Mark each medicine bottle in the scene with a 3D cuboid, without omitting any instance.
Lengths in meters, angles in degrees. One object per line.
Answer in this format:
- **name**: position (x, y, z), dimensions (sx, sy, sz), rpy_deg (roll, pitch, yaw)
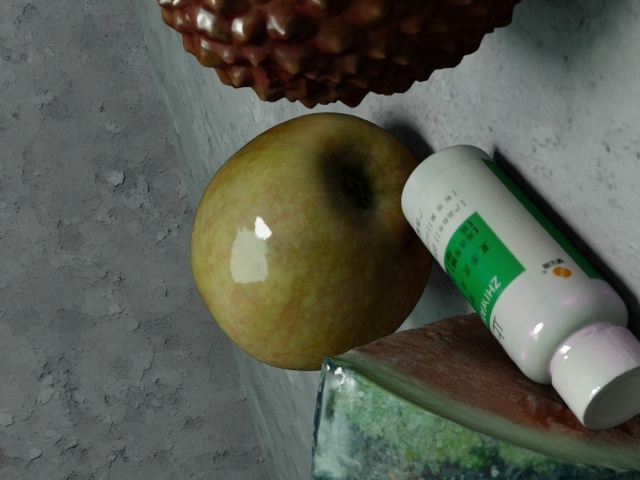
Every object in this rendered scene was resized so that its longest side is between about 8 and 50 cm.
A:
- **medicine bottle**: position (0.159, 0.030, 0.766), dimensions (0.260, 0.095, 0.095), rpy_deg (-124, 21, -44)

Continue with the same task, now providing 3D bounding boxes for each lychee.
- **lychee**: position (0.015, -0.224, 0.618), dimensions (0.276, 0.304, 0.275), rpy_deg (30, 154, 17)

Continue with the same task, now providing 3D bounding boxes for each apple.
- **apple**: position (0.000, 0.000, 1.002), dimensions (0.234, 0.257, 0.256), rpy_deg (-38, 71, 56)

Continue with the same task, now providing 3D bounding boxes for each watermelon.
- **watermelon**: position (0.136, 0.150, 0.761), dimensions (0.250, 0.283, 0.292), rpy_deg (77, -170, -62)
